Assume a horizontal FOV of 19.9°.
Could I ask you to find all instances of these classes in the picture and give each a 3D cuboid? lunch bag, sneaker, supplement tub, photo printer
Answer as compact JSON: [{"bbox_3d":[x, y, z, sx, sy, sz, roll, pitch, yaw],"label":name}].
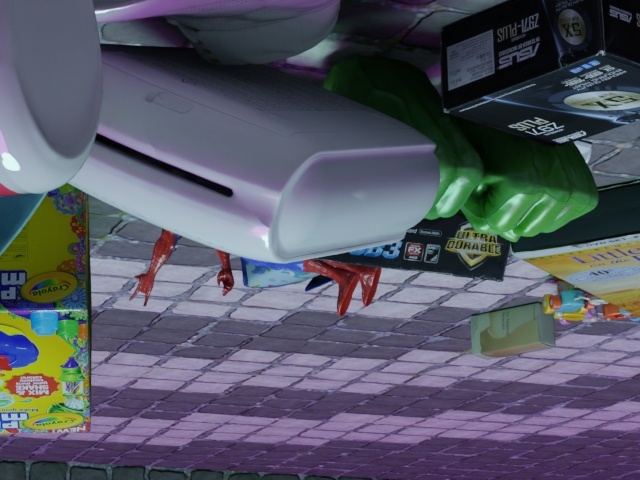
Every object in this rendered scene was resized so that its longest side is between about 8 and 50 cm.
[{"bbox_3d":[0.000,0.000,2.027,0.151,0.096,0.129,-5,168,-42],"label":"lunch bag"},{"bbox_3d":[-0.122,-0.183,1.361,0.292,0.108,0.169,-1,161,-4],"label":"sneaker"},{"bbox_3d":[-0.295,-0.114,1.183,0.272,0.191,0.191,-5,163,15],"label":"supplement tub"},{"bbox_3d":[-0.073,-0.072,1.413,0.256,0.107,0.307,24,-167,21],"label":"photo printer"}]

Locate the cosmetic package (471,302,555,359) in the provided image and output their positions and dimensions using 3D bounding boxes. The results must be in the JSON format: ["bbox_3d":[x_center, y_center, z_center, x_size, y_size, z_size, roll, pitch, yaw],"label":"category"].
[{"bbox_3d":[0.264,0.125,2.505,0.115,0.060,0.041,-16,157,39],"label":"cosmetic package"}]

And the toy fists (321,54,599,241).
[{"bbox_3d":[0.126,-0.072,1.636,0.279,0.142,0.096,12,124,-34],"label":"toy fists"}]

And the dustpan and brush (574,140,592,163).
[{"bbox_3d":[0.164,-0.054,1.888,0.147,0.060,0.211,10,161,-31],"label":"dustpan and brush"}]

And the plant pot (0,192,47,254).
[{"bbox_3d":[-0.338,-0.098,1.432,0.195,0.290,0.290,34,167,10],"label":"plant pot"}]

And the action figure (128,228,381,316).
[{"bbox_3d":[-0.088,0.033,1.923,0.280,0.139,0.091,27,-162,22],"label":"action figure"}]

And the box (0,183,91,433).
[{"bbox_3d":[-0.394,0.073,1.971,0.290,0.177,0.279,-1,148,-6],"label":"box"}]

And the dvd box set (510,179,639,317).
[{"bbox_3d":[0.448,0.013,2.123,0.307,0.062,0.420,-11,161,30],"label":"dvd box set"}]

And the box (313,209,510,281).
[{"bbox_3d":[-0.013,-0.030,1.761,0.293,0.073,0.295,6,-173,-26],"label":"box"}]

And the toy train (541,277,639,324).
[{"bbox_3d":[0.356,0.074,2.368,0.125,0.046,0.166,-10,164,25],"label":"toy train"}]

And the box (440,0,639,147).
[{"bbox_3d":[0.214,-0.150,1.534,0.147,0.077,0.180,13,159,-41],"label":"box"}]
